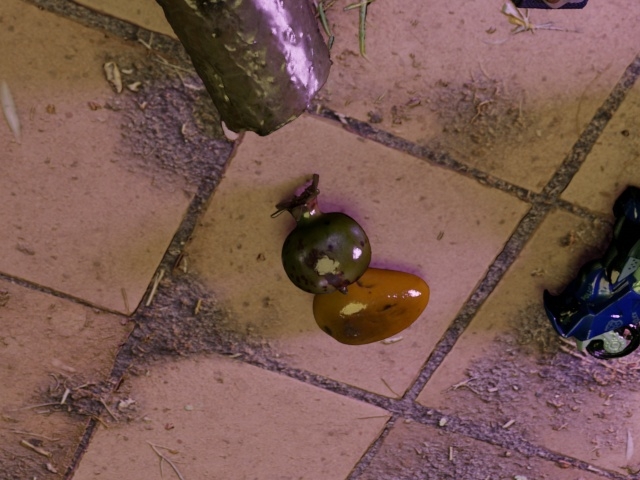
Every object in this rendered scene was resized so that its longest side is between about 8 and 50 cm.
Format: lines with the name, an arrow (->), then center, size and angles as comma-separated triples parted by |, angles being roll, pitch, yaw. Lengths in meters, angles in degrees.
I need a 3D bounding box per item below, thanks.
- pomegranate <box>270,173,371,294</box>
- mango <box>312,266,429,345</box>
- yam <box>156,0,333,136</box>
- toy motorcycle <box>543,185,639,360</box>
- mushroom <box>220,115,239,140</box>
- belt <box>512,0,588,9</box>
pomegranate -> -0.001, 0.005, 1.867 | 0.148, 0.148, 0.169 | -33, 114, 19
mango -> 0.084, 0.103, 1.964 | 0.195, 0.098, 0.137 | -13, 122, 1
yam -> -0.109, -0.309, 1.597 | 0.195, 0.195, 0.300 | -20, 126, 11
toy motorcycle -> 0.481, 0.066, 1.946 | 0.196, 0.125, 0.331 | 11, 129, -11
mushroom -> -0.124, -0.191, 1.787 | 0.049, 0.019, 0.101 | 14, 126, -11
belt -> 0.318, -0.415, 1.573 | 0.126, 0.139, 0.230 | -1, 124, -1
